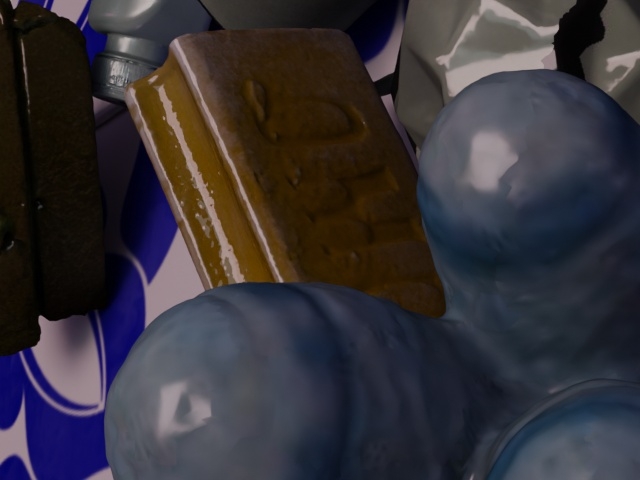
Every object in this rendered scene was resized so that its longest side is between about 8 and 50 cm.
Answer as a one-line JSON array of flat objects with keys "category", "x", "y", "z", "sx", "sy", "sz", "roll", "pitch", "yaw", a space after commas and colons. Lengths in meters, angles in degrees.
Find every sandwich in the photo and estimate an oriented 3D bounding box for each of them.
[{"category": "sandwich", "x": -0.239, "y": -0.056, "z": 1.094, "sx": 0.212, "sy": 0.109, "sz": 0.292, "roll": 170, "pitch": 93, "yaw": -76}]

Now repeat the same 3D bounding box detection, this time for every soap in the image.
[{"category": "soap", "x": 0.000, "y": 0.000, "z": 0.739, "sx": 0.073, "sy": 0.140, "sz": 0.232, "roll": -37, "pitch": 72, "yaw": 43}]

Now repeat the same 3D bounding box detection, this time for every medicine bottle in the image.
[{"category": "medicine bottle", "x": -0.124, "y": -0.217, "z": 1.067, "sx": 0.121, "sy": 0.083, "sz": 0.228, "roll": 12, "pitch": 87, "yaw": 54}]

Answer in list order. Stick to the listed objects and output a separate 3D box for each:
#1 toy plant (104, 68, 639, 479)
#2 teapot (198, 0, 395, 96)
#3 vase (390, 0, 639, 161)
[{"category": "toy plant", "x": 0.076, "y": 0.072, "z": 0.486, "sx": 0.247, "sy": 0.332, "sz": 0.247, "roll": -20, "pitch": 64, "yaw": 47}, {"category": "teapot", "x": 0.011, "y": -0.202, "z": 0.846, "sx": 0.149, "sy": 0.162, "sz": 0.239, "roll": -26, "pitch": 73, "yaw": 32}, {"category": "vase", "x": 0.120, "y": -0.195, "z": 0.688, "sx": 0.165, "sy": 0.165, "sz": 0.360, "roll": -23, "pitch": 56, "yaw": 47}]
